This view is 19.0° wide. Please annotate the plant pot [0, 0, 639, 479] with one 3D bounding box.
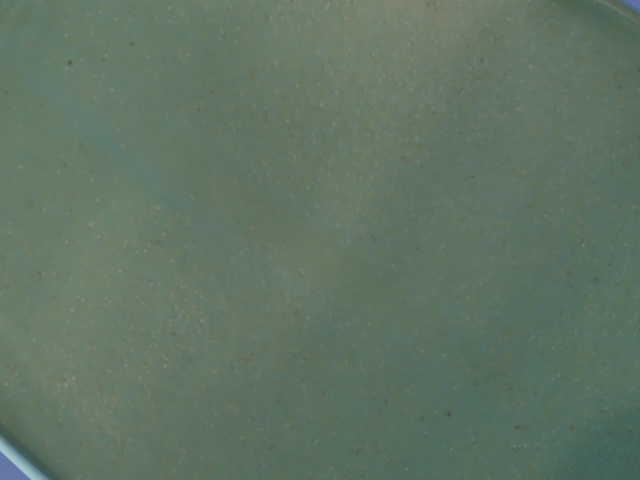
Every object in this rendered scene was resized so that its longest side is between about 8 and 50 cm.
[{"bbox_3d":[0.000,0.000,0.437,0.234,0.165,0.165,33,-87,-31],"label":"plant pot"}]
